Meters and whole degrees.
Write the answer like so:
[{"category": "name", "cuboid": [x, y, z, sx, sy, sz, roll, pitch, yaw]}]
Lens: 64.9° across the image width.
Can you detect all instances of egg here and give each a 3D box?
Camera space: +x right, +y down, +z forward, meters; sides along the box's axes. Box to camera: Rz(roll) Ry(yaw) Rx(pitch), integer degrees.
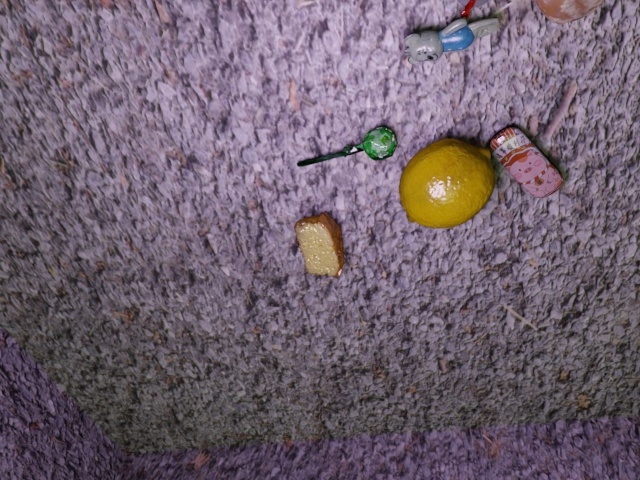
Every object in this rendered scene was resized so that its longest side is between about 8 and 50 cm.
[{"category": "egg", "cuboid": [0.556, -0.593, 1.093, 0.195, 0.194, 0.233, 7, 142, 1]}]

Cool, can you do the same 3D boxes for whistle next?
[{"category": "whistle", "cuboid": [0.327, -0.503, 1.262, 0.236, 0.077, 0.114, -12, 157, 14]}]

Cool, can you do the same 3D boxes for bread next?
[{"category": "bread", "cuboid": [0.000, 0.000, 1.661, 0.143, 0.139, 0.229, -5, 127, 13]}]

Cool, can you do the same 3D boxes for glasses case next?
[{"category": "glasses case", "cuboid": [0.596, -0.224, 1.456, 0.267, 0.067, 0.103, 36, 122, -21]}]

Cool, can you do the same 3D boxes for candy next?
[{"category": "candy", "cuboid": [0.070, -0.262, 1.495, 0.324, 0.097, 0.097, -10, 127, 24]}]

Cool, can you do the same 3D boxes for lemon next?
[{"category": "lemon", "cuboid": [0.355, -0.159, 1.425, 0.267, 0.267, 0.267, 3, 128, 4]}]

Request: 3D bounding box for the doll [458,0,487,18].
[{"category": "doll", "cuboid": [0.369, -0.637, 1.155, 0.142, 0.076, 0.245, 12, 124, -1]}]
